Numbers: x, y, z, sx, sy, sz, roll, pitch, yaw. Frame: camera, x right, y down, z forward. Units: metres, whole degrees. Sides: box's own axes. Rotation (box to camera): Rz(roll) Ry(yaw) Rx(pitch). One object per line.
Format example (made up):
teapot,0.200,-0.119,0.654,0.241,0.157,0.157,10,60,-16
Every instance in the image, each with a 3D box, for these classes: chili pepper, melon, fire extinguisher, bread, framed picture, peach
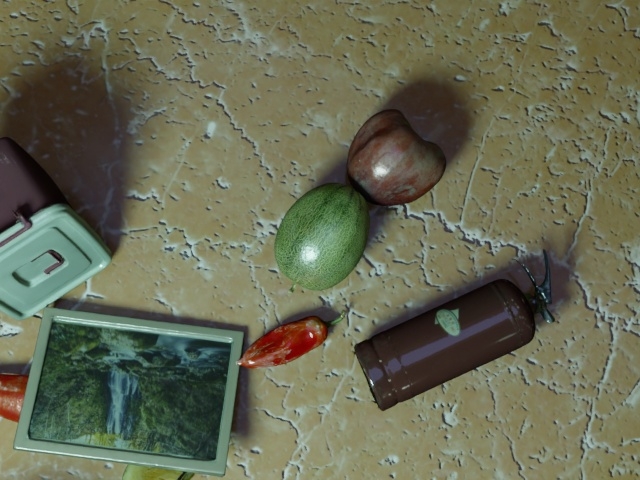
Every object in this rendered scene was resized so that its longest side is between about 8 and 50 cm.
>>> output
chili pepper,-0.504,0.235,1.838,0.169,0.065,0.088,14,82,5
chili pepper,-0.044,0.159,1.850,0.191,0.050,0.059,-23,72,-10
melon,0.000,0.000,1.829,0.139,0.139,0.192,30,97,3
fire extinguisher,0.220,0.137,1.822,0.337,0.114,0.135,-23,93,-4
bread,-0.253,0.358,1.809,0.094,0.083,0.157,33,69,6
framed picture,-0.290,0.230,1.811,0.324,0.020,0.240,9,63,-2
peach,0.109,-0.123,1.857,0.152,0.152,0.152,0,83,0

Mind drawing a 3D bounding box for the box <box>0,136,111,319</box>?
box,-0.457,-0.018,1.764,0.193,0.294,0.167,-32,73,-4
